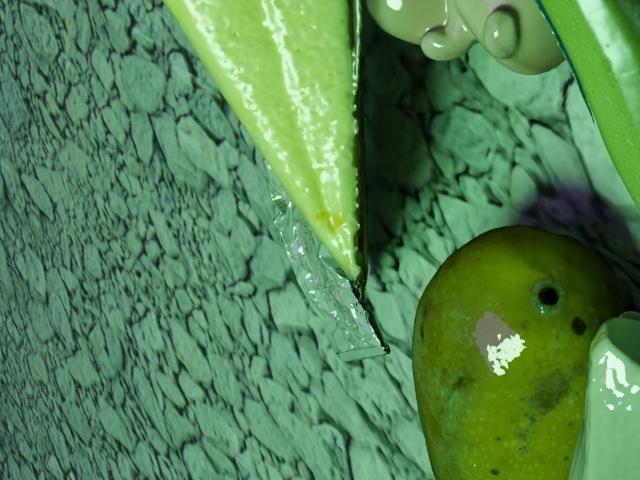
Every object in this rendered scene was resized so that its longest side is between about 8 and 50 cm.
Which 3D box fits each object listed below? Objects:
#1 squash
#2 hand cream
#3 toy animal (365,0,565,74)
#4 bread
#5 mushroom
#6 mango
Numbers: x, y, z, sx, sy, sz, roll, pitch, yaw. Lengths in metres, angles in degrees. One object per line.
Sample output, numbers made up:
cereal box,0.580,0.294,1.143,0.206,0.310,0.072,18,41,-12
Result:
squash,0.231,-0.111,1.134,0.094,0.094,0.341,-1,122,57
hand cream,-0.003,0.001,1.600,0.084,0.050,0.257,-22,85,54
toy animal,0.125,-0.216,1.231,0.198,0.171,0.171,29,124,45
bread,0.027,-0.142,1.347,0.405,0.242,0.346,54,-174,-12
mushroom,0.252,0.240,1.215,0.137,0.154,0.407,-78,-6,-55
mango,0.151,0.134,1.305,0.176,0.176,0.329,18,122,14
